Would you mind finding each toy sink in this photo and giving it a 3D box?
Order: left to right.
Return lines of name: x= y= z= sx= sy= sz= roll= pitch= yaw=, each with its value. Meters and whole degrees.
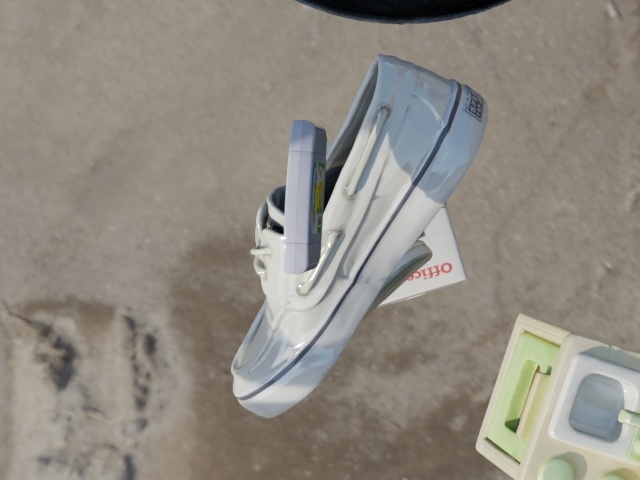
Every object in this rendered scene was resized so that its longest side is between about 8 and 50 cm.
toy sink: x=0.252 y=0.167 z=1.258 sx=0.234 sy=0.131 sz=0.153 roll=-153 pitch=81 yaw=-78

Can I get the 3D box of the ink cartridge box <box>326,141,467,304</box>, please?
ink cartridge box: x=0.079 y=-0.027 z=1.597 sx=0.148 sy=0.086 sz=0.203 roll=-17 pitch=87 yaw=2

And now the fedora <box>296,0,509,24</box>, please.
fedora: x=0.043 y=-0.302 z=0.853 sx=0.334 sy=0.152 sz=0.334 roll=0 pitch=89 yaw=1

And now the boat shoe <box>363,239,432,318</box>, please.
boat shoe: x=0.024 y=0.016 z=1.306 sx=0.118 sy=0.103 sz=0.320 roll=-42 pitch=5 yaw=-4

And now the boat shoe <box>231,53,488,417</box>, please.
boat shoe: x=0.000 y=0.000 z=0.850 sx=0.267 sy=0.088 sz=0.096 roll=-54 pitch=19 yaw=29

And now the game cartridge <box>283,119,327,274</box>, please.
game cartridge: x=-0.008 y=-0.024 z=0.732 sx=0.017 sy=0.056 sz=0.083 roll=3 pitch=93 yaw=11
